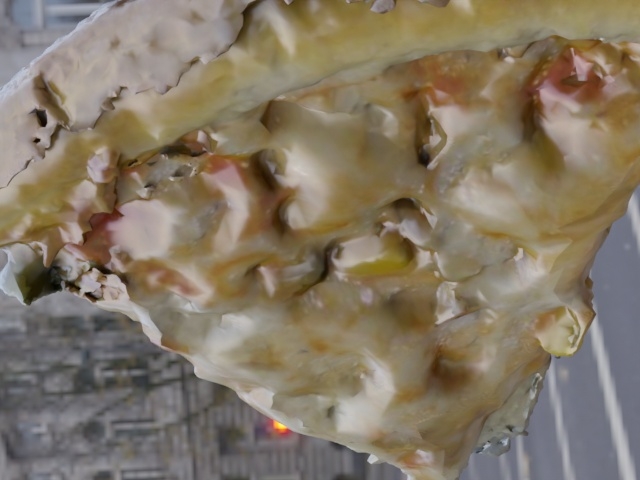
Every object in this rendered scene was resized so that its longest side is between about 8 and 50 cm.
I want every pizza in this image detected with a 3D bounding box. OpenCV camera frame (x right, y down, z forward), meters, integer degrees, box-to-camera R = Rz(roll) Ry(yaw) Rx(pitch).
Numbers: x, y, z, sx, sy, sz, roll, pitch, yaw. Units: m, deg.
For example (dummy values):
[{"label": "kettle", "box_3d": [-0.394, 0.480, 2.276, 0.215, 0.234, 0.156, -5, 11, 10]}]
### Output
[{"label": "pizza", "box_3d": [-0.009, -0.023, 0.742, 0.080, 0.392, 0.435, -93, 16, -48]}]
